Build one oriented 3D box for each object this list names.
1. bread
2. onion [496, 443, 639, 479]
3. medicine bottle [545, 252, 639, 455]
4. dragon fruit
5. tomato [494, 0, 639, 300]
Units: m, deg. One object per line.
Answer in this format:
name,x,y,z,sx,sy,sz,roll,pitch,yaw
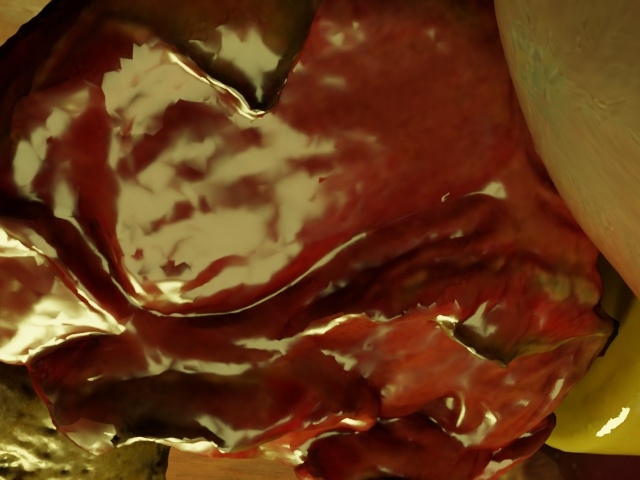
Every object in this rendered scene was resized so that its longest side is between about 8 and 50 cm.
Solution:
bread,-0.226,0.164,1.337,0.230,0.123,0.230,-4,153,-2
onion,0.219,0.128,1.153,0.385,0.348,0.348,-34,161,-17
medicine bottle,0.230,-0.002,0.891,0.232,0.238,0.238,4,154,-21
dragon fruit,-0.005,0.004,0.712,0.286,0.329,0.228,-29,-172,44
tomato,0.222,-0.080,0.579,0.273,0.341,0.341,-26,160,-15
